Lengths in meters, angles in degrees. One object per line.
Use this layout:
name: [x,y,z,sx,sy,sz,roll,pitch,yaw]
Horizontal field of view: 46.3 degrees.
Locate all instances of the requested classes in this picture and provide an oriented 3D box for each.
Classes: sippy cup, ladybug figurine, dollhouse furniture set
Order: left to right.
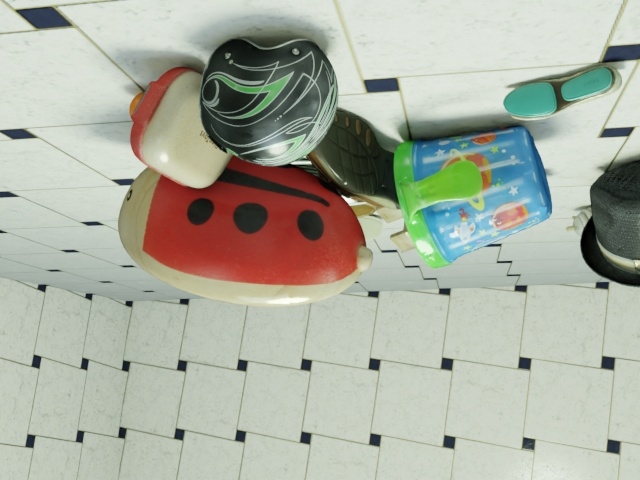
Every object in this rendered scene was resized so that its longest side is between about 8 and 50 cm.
ladybug figurine: [-0.127,-0.038,1.254,0.448,0.305,0.162,12,130,9]
dollhouse furniture set: [0.214,-0.082,1.756,0.144,0.123,0.151,-22,129,33]
sippy cup: [0.272,-0.090,1.295,0.224,0.306,0.240,-16,120,22]

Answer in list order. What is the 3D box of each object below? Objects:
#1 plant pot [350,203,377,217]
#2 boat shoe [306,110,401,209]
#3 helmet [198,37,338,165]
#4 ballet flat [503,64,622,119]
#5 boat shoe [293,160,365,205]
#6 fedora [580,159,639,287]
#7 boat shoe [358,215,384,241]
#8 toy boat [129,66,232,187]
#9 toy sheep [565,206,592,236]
plant pot: [0.035,-0.084,1.762,0.236,0.033,0.236,-1,169,0]
boat shoe: [0.049,-0.126,1.308,0.119,0.123,0.324,2,165,34]
helmet: [-0.059,-0.181,0.978,0.161,0.170,0.169,14,175,22]
ballet flat: [0.348,-0.207,1.076,0.168,0.057,0.052,-8,176,37]
boat shoe: [0.020,-0.115,1.465,0.226,0.083,0.076,1,170,2]
fedora: [0.640,-0.064,1.443,0.334,0.334,0.152,-10,130,42]
boat shoe: [0.054,-0.042,1.920,0.232,0.084,0.079,-2,-151,-24]
toy boat: [-0.219,-0.175,1.114,0.151,0.151,0.231,29,178,21]
toy sheep: [0.663,-0.041,1.829,0.132,0.091,0.091,-18,169,-3]
